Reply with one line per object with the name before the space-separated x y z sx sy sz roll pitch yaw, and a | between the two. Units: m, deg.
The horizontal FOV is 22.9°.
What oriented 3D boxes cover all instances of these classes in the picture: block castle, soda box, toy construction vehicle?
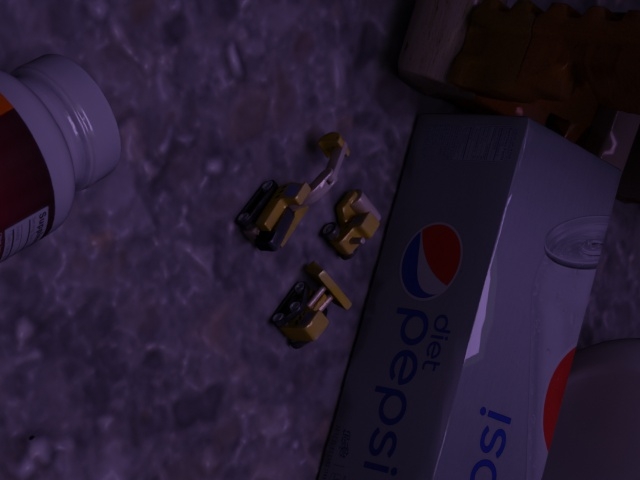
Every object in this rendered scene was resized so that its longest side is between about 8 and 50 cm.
block castle | 0.298 -0.116 0.972 0.453 0.303 0.212 23 85 -40
soda box | 0.083 0.073 0.933 0.098 0.091 0.286 25 77 -41
toy construction vehicle | 0.000 0.000 0.890 0.098 0.035 0.086 -52 124 -26

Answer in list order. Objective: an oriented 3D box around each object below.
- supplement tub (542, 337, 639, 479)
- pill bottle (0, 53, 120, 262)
supplement tub | 0.263 0.177 1.035 0.272 0.191 0.191 18 82 -41
pill bottle | -0.167 -0.025 0.706 0.152 0.086 0.086 -35 115 -35
